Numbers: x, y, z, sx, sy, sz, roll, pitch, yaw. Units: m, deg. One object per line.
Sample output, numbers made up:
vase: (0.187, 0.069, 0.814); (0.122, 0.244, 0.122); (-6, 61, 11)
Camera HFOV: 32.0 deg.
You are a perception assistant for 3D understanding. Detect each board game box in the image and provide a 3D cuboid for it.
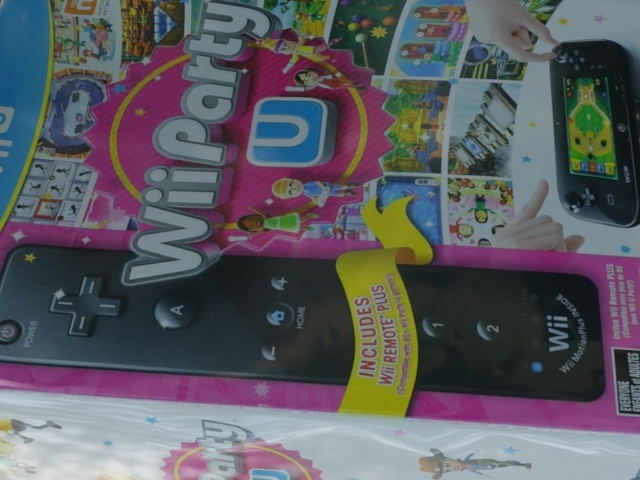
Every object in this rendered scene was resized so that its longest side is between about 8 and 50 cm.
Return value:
board game box: (0.000, 0.000, 0.465); (0.303, 0.224, 0.097); (3, 142, 4)
